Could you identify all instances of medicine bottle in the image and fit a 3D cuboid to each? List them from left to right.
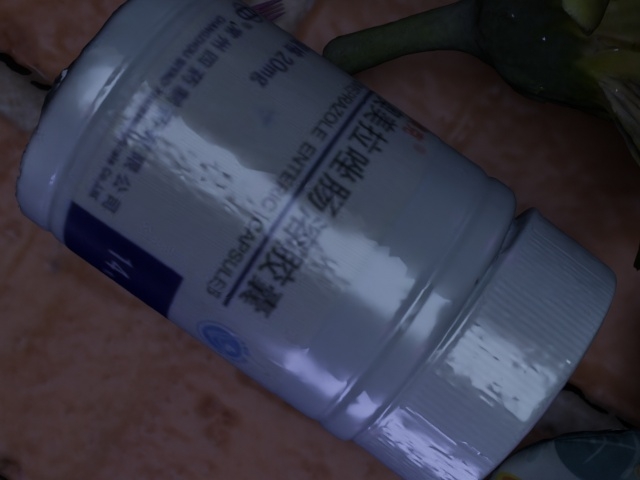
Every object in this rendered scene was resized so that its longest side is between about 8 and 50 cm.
[{"bbox_3d":[0.000,0.000,0.633,0.332,0.190,0.190,35,90,0],"label":"medicine bottle"}]

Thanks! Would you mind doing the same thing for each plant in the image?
[{"bbox_3d":[0.174,-0.152,0.611,0.261,0.297,0.306,-47,132,-10],"label":"plant"}]

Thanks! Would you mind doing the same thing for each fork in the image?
[{"bbox_3d":[-0.080,-0.151,0.726,0.115,0.012,0.016,-17,85,5],"label":"fork"}]

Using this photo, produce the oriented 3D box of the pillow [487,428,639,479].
[{"bbox_3d":[0.206,0.222,0.649,0.233,0.086,0.214,50,125,3],"label":"pillow"}]
